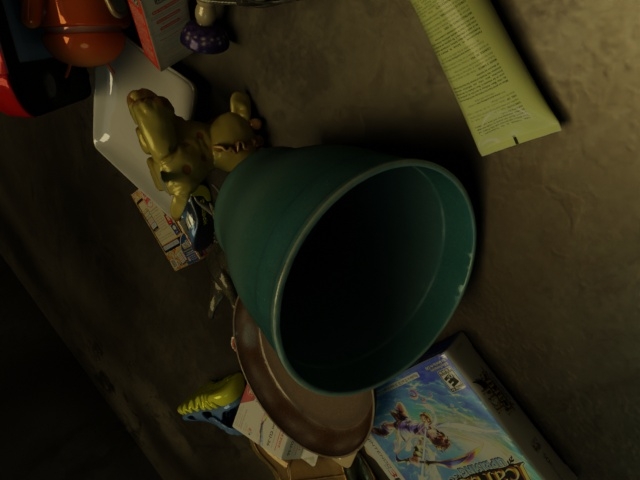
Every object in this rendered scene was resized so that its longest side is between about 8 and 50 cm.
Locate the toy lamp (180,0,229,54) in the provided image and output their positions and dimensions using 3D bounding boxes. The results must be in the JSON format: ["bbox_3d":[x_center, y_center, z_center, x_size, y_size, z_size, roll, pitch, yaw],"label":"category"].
[{"bbox_3d":[-0.141,-0.375,0.674,0.080,0.080,0.275,39,139,22],"label":"toy lamp"}]

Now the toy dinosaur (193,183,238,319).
[{"bbox_3d":[-0.153,0.040,0.988,0.160,0.121,0.313,57,149,20],"label":"toy dinosaur"}]

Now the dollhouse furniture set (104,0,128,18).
[{"bbox_3d":[-0.239,-0.380,0.748,0.151,0.144,0.123,-5,118,34],"label":"dollhouse furniture set"}]

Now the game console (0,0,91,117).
[{"bbox_3d":[-0.462,-0.403,0.842,0.060,0.342,0.387,-4,111,0],"label":"game console"}]

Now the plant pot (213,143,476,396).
[{"bbox_3d":[0.000,0.000,0.660,0.255,0.271,0.272,34,140,48],"label":"plant pot"}]

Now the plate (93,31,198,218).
[{"bbox_3d":[-0.321,-0.224,0.988,0.278,0.045,0.277,39,131,22],"label":"plate"}]

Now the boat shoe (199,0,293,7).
[{"bbox_3d":[-0.069,-0.303,0.602,0.223,0.073,0.080,4,136,26],"label":"boat shoe"}]

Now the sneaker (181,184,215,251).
[{"bbox_3d":[-0.242,-0.047,1.049,0.059,0.053,0.144,24,124,35],"label":"sneaker"}]

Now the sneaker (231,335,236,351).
[{"bbox_3d":[-0.139,0.196,1.108,0.065,0.061,0.158,34,138,18],"label":"sneaker"}]

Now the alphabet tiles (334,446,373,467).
[{"bbox_3d":[0.023,0.273,0.966,0.284,0.021,0.278,29,123,21],"label":"alphabet tiles"}]

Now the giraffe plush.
[{"bbox_3d":[-0.176,-0.148,0.820,0.210,0.170,0.181,53,156,40],"label":"giraffe plush"}]

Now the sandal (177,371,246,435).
[{"bbox_3d":[-0.258,0.430,1.362,0.138,0.126,0.317,55,145,-5],"label":"sandal"}]

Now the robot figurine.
[{"bbox_3d":[-0.371,-0.364,0.822,0.158,0.128,0.219,-110,17,-68],"label":"robot figurine"}]

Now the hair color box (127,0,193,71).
[{"bbox_3d":[-0.229,-0.320,0.782,0.043,0.072,0.141,47,161,13],"label":"hair color box"}]

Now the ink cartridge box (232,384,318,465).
[{"bbox_3d":[-0.082,0.373,1.118,0.198,0.067,0.115,14,84,41],"label":"ink cartridge box"}]

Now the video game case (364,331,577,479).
[{"bbox_3d":[0.180,0.292,0.795,0.244,0.061,0.269,51,136,5],"label":"video game case"}]

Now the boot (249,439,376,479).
[{"bbox_3d":[-0.022,0.458,1.155,0.269,0.089,0.236,-32,92,49],"label":"boot"}]

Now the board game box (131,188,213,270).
[{"bbox_3d":[-0.313,-0.038,1.137,0.146,0.045,0.193,-19,101,52],"label":"board game box"}]

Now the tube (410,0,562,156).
[{"bbox_3d":[0.139,-0.197,0.518,0.240,0.062,0.070,59,-173,-11],"label":"tube"}]

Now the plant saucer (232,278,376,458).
[{"bbox_3d":[-0.025,0.192,0.859,0.310,0.050,0.311,18,118,38],"label":"plant saucer"}]
